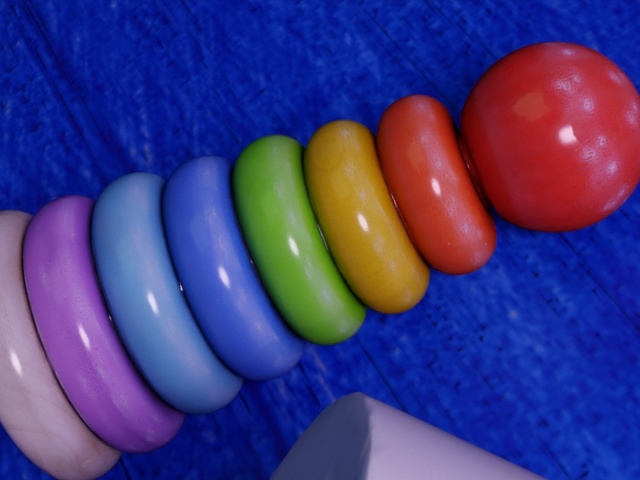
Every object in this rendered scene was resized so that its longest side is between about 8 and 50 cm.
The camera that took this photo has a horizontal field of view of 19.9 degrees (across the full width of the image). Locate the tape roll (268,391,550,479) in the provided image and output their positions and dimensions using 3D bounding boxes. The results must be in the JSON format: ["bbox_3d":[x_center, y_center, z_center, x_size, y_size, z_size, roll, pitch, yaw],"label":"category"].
[{"bbox_3d":[-0.004,0.196,0.574,0.286,0.100,0.286,-63,8,15],"label":"tape roll"}]

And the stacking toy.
[{"bbox_3d":[0.000,0.000,0.875,0.330,0.141,0.141,-21,42,9],"label":"stacking toy"}]
